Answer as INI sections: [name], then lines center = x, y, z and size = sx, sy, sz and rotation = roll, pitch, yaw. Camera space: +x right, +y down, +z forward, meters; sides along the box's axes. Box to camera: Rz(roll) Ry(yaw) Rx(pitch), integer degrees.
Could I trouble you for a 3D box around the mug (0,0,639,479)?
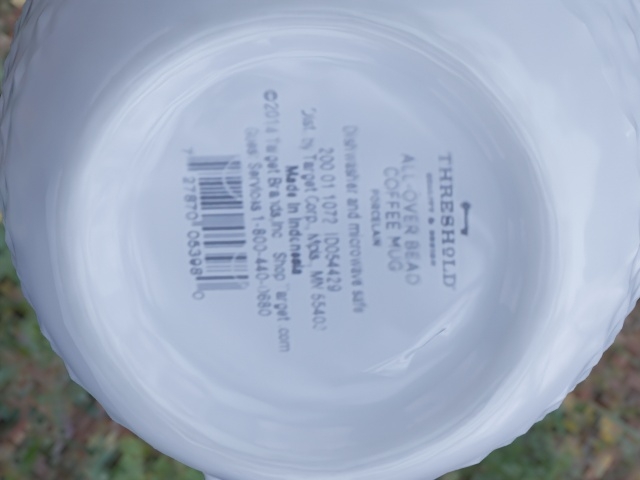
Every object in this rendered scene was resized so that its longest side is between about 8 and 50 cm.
[mug]
center = 0.000, 0.000, 0.792
size = 0.328, 0.276, 0.374
rotation = -75, 176, -72
